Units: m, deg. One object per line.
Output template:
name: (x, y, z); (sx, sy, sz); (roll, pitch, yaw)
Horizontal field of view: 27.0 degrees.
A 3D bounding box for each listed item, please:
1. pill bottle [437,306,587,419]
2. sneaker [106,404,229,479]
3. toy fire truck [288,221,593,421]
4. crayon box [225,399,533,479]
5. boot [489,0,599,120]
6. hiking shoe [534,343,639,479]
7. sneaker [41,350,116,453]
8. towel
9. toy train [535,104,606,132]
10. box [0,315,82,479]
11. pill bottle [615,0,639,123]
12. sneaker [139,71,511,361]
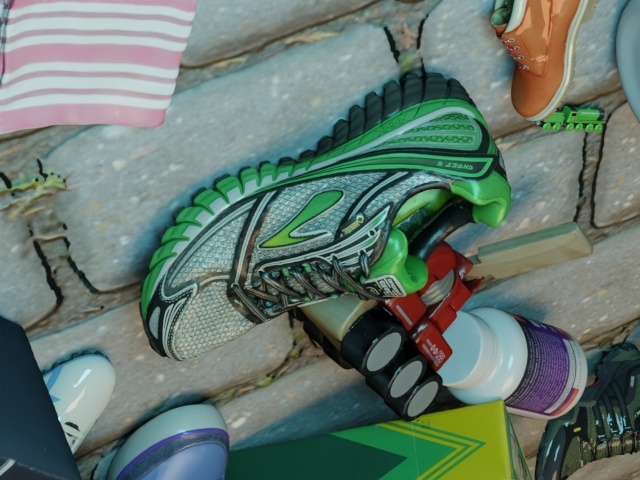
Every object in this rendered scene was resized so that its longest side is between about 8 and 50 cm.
pill bottle: (0.197, 0.131, 1.445); (0.193, 0.108, 0.108); (18, 123, -47)
sneaker: (-0.144, 0.350, 1.359); (0.130, 0.236, 0.323); (1, 134, -36)
toy fire truck: (0.115, 0.036, 1.264); (0.246, 0.158, 0.217); (-49, 150, -6)
crayon box: (0.093, 0.326, 1.533); (0.313, 0.106, 0.363); (-13, 146, 10)
boot: (0.173, -0.167, 1.115); (0.084, 0.059, 0.158); (-9, 131, -22)
hiking shoe: (0.352, 0.227, 1.614); (0.227, 0.114, 0.086); (-46, 148, -20)
sneaker: (-0.261, 0.205, 1.208); (0.237, 0.086, 0.085); (-51, 136, -1)
towel: (-0.151, -0.154, 0.922); (0.144, 0.029, 0.197); (-6, 138, -31)
toy train: (0.237, -0.115, 1.253); (0.083, 0.017, 0.024); (-3, 126, -33)
box: (-0.418, 0.164, 0.992); (0.312, 0.179, 0.343); (-39, 144, 10)
pill bottle: (0.410, -0.183, 1.176); (0.264, 0.153, 0.153); (-20, 143, -15)
sneaker: (0.000, 0.000, 1.115); (0.343, 0.146, 0.134); (-33, 145, 5)
